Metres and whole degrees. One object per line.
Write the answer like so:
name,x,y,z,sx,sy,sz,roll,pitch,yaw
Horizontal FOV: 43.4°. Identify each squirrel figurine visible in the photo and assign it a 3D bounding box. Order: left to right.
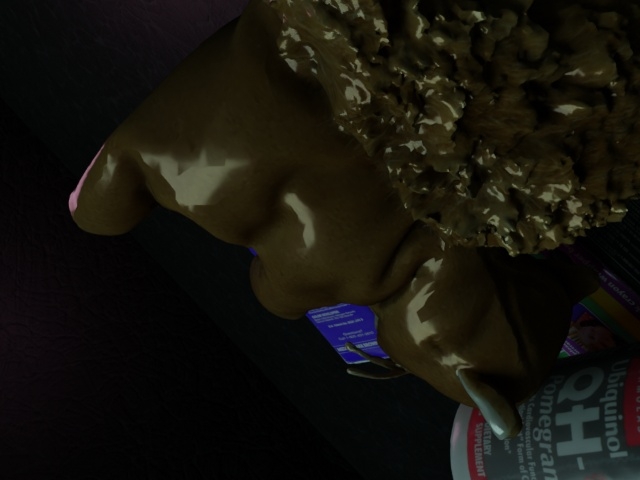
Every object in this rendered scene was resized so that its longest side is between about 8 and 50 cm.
squirrel figurine,0.076,-0.033,0.605,0.370,0.281,0.397,48,141,-3

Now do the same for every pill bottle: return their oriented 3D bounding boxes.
pill bottle,0.277,0.168,0.646,0.319,0.176,0.176,-25,109,45

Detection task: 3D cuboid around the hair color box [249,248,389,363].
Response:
hair color box,0.011,-0.021,1.047,0.110,0.185,0.339,-18,123,39

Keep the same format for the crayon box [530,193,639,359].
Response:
crayon box,0.234,0.020,0.861,0.363,0.106,0.313,44,161,5
